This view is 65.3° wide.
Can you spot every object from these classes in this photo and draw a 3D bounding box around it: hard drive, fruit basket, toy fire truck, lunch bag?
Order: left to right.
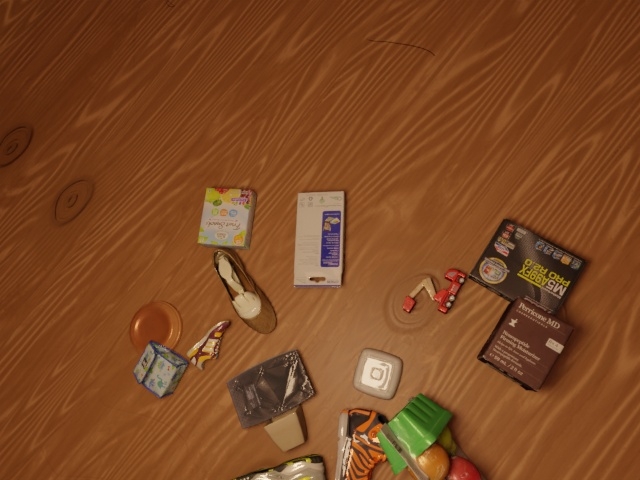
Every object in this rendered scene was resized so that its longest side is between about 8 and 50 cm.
[{"bbox_3d":[-0.538,0.424,1.656,0.151,0.096,0.128,30,94,18],"label":"lunch bag"},{"bbox_3d":[-0.156,0.470,1.589,0.255,0.054,0.172,-27,70,4],"label":"hard drive"},{"bbox_3d":[0.356,0.161,1.569,0.135,0.047,0.192,28,82,19],"label":"toy fire truck"},{"bbox_3d":[0.316,0.601,1.329,0.165,0.327,0.353,-43,73,20],"label":"fruit basket"}]

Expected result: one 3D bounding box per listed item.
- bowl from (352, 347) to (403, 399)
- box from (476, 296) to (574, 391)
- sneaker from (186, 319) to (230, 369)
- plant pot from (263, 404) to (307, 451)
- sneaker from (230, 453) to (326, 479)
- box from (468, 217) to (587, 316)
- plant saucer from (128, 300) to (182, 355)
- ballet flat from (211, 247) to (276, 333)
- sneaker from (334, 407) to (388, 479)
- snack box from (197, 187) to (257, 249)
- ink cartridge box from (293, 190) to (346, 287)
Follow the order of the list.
[{"bbox_3d":[0.175,0.411,1.539,0.142,0.053,0.142,15,80,14],"label":"bowl"},{"bbox_3d":[0.575,0.296,1.423,0.168,0.167,0.203,31,83,18],"label":"box"},{"bbox_3d":[-0.355,0.347,1.666,0.185,0.069,0.084,-45,80,4],"label":"sneaker"},{"bbox_3d":[-0.096,0.578,1.528,0.109,0.109,0.096,-27,82,4],"label":"plant pot"},{"bbox_3d":[-0.166,0.753,1.473,0.385,0.145,0.147,-19,72,8],"label":"sneaker"},{"bbox_3d":[0.626,0.090,1.524,0.270,0.060,0.216,32,83,18],"label":"box"},{"bbox_3d":[-0.578,0.307,1.734,0.200,0.037,0.199,-3,75,12],"label":"plant saucer"},{"bbox_3d":[-0.268,0.160,1.662,0.116,0.124,0.342,-32,72,2],"label":"ballet flat"},{"bbox_3d":[0.140,0.656,1.443,0.180,0.124,0.321,-1,75,13],"label":"sneaker"},{"bbox_3d":[-0.327,-0.077,1.766,0.175,0.070,0.207,3,78,12],"label":"snack box"},{"bbox_3d":[0.000,0.000,1.680,0.165,0.065,0.332,0,74,12],"label":"ink cartridge box"}]
